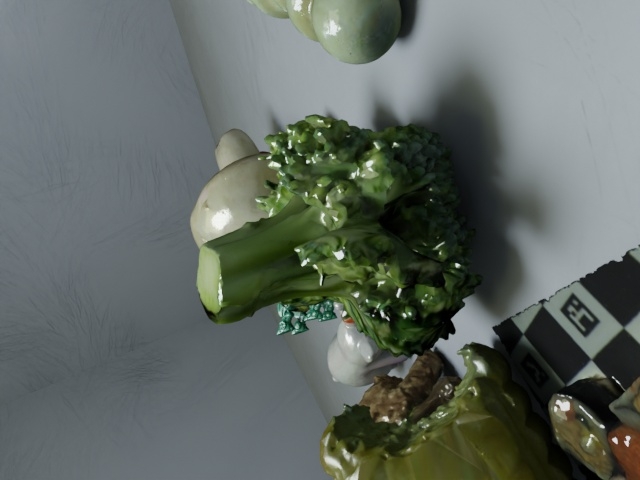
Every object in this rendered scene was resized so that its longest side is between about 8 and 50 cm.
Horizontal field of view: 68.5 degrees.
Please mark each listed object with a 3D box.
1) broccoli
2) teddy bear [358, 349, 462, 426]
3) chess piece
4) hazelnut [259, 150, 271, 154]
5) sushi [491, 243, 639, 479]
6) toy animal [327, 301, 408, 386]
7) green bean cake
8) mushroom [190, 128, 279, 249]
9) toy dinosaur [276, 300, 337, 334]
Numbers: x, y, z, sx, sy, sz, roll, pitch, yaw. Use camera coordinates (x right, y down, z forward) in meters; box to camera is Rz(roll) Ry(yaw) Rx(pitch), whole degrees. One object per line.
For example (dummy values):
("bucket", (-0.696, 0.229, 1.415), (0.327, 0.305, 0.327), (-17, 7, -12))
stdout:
("broccoli", (0.024, -0.009, 0.562), (0.339, 0.318, 0.277), (4, 107, 32))
("teddy bear", (0.164, 0.292, 0.725), (0.296, 0.223, 0.246), (47, -132, -63))
("chess piece", (0.000, -0.286, 0.529), (0.243, 0.133, 0.133), (51, 160, 31))
("hazelnut", (-0.153, -0.162, 1.255), (0.150, 0.150, 0.150), (158, 90, -76))
("sushi", (0.255, 0.183, 0.349), (0.339, 0.069, 0.320), (102, 144, -66))
("toy animal", (0.088, 0.179, 0.877), (0.140, 0.138, 0.282), (52, 153, 27))
("green bean cake", (0.137, 0.253, 0.514), (0.124, 0.236, 0.232), (27, -148, -60))
("mushroom", (-0.159, -0.098, 1.050), (0.314, 0.315, 0.336), (90, 155, -57))
("toy dinosaur", (-0.012, 0.096, 0.922), (0.094, 0.259, 0.153), (16, -119, -59))
